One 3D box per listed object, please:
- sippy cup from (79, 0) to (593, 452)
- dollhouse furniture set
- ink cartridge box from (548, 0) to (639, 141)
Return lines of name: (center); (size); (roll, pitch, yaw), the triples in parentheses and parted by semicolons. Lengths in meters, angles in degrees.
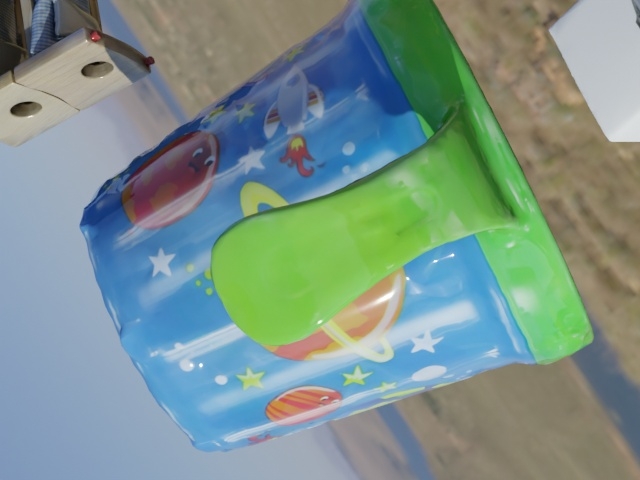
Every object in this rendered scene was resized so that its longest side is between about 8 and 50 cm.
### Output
sippy cup: (0.000, 0.000, 0.803); (0.305, 0.224, 0.240); (55, -170, -56)
dollhouse furniture set: (-0.216, -0.161, 0.899); (0.183, 0.129, 0.129); (21, -129, -55)
ink cartridge box: (0.382, -0.215, 1.207); (0.306, 0.226, 0.131); (-46, 58, 42)
